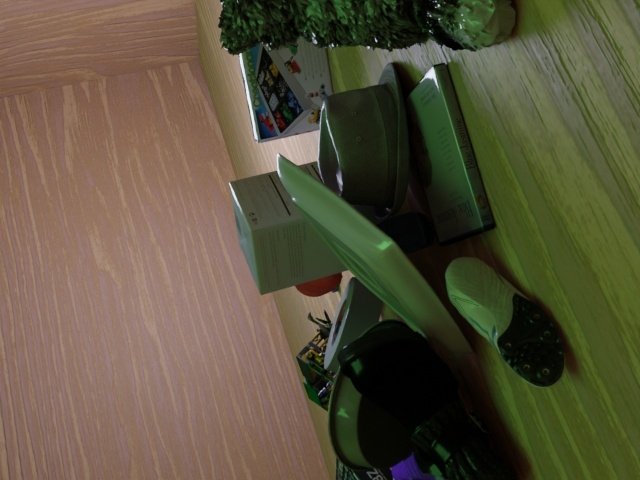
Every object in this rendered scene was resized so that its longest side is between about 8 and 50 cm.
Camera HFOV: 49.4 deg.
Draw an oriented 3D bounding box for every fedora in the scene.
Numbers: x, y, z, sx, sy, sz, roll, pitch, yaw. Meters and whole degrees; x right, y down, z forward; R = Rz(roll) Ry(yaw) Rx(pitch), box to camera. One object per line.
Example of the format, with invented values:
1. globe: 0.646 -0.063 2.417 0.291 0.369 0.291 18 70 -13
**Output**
1. fedora: 0.064 -0.167 1.205 0.243 0.124 0.275 116 150 -70

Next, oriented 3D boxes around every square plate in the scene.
1. square plate: 0.080 0.032 1.178 0.344 0.049 0.347 42 174 47

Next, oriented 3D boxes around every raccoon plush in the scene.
1. raccoon plush: 0.016 -0.345 0.943 0.446 0.299 0.216 -138 36 -67

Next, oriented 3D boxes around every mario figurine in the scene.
1. mario figurine: 0.000 0.000 1.638 0.170 0.198 0.320 58 -171 -21

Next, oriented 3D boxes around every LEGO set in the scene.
1. LEGO set: 0.084 0.335 1.801 0.255 0.192 0.331 23 148 37

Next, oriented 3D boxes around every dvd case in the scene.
1. dvd case: 0.188 -0.123 1.079 0.180 0.022 0.253 144 111 -76

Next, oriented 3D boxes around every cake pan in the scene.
1. cake pan: 0.128 0.296 1.308 0.054 0.293 0.293 10 119 41

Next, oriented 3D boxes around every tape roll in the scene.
1. tape roll: 0.074 0.195 1.571 0.219 0.072 0.219 -163 90 -86

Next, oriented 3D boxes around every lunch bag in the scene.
1. lunch bag: 0.150 -0.011 1.216 0.065 0.098 0.067 -4 -101 -68

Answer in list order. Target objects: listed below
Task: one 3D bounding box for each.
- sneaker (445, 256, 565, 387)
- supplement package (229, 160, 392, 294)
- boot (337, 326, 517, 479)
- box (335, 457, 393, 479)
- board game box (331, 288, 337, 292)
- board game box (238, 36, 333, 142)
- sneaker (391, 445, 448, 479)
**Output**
1. sneaker: 0.255 0.112 0.956 0.086 0.085 0.237 51 -177 -43
2. supplement package: -0.017 -0.041 1.433 0.175 0.293 0.177 -119 19 -46
3. boot: 0.181 0.297 1.115 0.348 0.131 0.260 34 -155 -45
4. box: 0.159 0.730 1.826 0.318 0.097 0.395 49 154 34
5. board game box: 0.027 0.089 2.009 0.090 0.020 0.090 88 163 -45
6. board game box: -0.079 -0.386 1.547 0.053 0.193 0.305 -134 33 -65
7. sneaker: 0.222 0.450 1.429 0.293 0.102 0.146 156 104 -73
